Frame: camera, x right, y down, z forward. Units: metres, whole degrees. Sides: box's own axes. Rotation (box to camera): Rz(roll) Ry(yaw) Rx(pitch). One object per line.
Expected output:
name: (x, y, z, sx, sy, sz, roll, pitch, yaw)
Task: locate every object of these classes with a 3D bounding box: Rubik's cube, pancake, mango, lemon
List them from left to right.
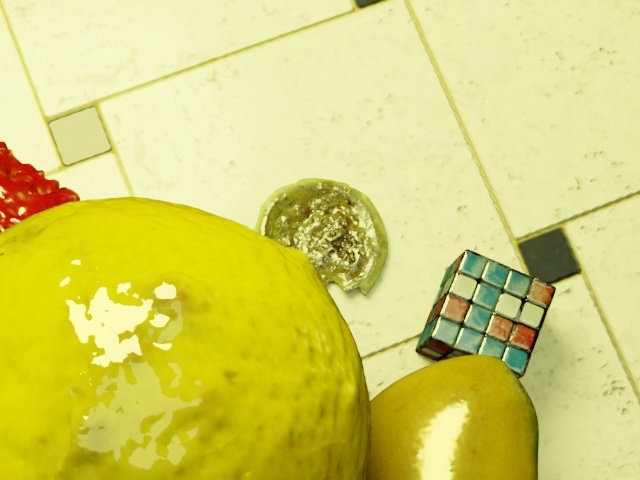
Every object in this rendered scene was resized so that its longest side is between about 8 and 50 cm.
lemon: (-0.124, 0.138, 1.006, 0.387, 0.350, 0.349, 16, 73, -40)
pancake: (0.000, -0.005, 1.257, 0.129, 0.022, 0.116, 2, 77, -9)
mango: (0.091, 0.251, 1.120, 0.211, 0.173, 0.317, 5, 73, 30)
Rubik's cube: (0.151, 0.073, 1.214, 0.092, 0.092, 0.092, 22, 77, 0)

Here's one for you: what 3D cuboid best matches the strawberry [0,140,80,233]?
strawberry: (-0.339, 0.006, 1.168, 0.306, 0.138, 0.233, 37, 78, 2)
